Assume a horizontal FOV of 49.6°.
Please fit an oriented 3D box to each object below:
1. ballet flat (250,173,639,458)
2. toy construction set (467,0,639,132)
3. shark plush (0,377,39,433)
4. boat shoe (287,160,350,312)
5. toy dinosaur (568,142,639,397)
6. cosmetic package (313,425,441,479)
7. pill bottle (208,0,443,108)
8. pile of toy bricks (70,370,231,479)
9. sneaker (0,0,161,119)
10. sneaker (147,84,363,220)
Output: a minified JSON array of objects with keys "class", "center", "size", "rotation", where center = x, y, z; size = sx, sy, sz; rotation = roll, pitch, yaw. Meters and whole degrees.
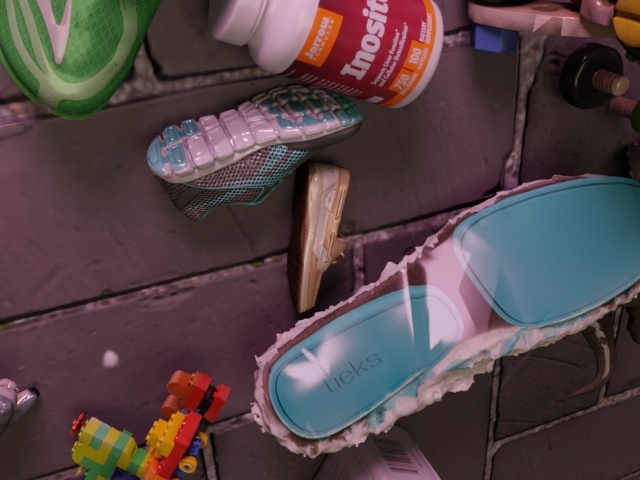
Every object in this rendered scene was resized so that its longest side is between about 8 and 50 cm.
[{"class":"ballet flat","center":[0.122,0.061,0.641],"size":[0.408,0.147,0.147],"rotation":[-25,124,-7]},{"class":"toy construction set","center":[0.276,-0.220,0.480],"size":[0.257,0.237,0.309],"rotation":[9,112,-28]},{"class":"shark plush","center":[-0.289,0.162,0.532],"size":[0.161,0.067,0.073],"rotation":[-42,125,1]},{"class":"boat shoe","center":[0.000,0.000,0.586],"size":[0.045,0.050,0.136],"rotation":[-1,117,-18]},{"class":"toy dinosaur","center":[0.323,0.013,0.721],"size":[0.160,0.121,0.314],"rotation":[30,106,-21]},{"class":"cosmetic package","center":[0.030,0.319,0.732],"size":[0.085,0.117,0.231],"rotation":[18,109,-29]},{"class":"pill bottle","center":[0.004,-0.151,0.485],"size":[0.151,0.086,0.086],"rotation":[10,112,-28]},{"class":"pile of toy bricks","center":[-0.169,0.188,0.595],"size":[0.105,0.118,0.212],"rotation":[29,121,-5]},{"class":"sneaker","center":[-0.108,-0.204,0.384],"size":[0.109,0.123,0.296],"rotation":[18,108,-31]},{"class":"sneaker","center":[-0.046,-0.066,0.534],"size":[0.166,0.065,0.076],"rotation":[-18,139,-11]}]
